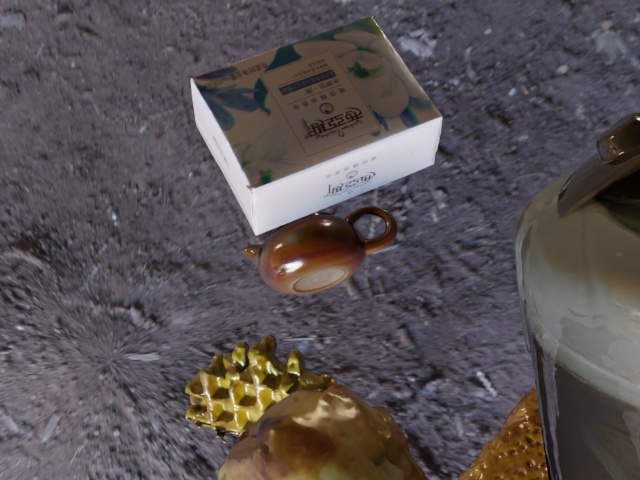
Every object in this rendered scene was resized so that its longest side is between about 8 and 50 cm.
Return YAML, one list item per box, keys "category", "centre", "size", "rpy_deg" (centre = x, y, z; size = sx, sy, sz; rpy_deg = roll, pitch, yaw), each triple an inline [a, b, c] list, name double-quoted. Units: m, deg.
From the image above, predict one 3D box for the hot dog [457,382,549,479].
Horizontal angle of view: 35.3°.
- category: "hot dog"
  centre: [0.238, 0.189, 0.879]
  size: [0.257, 0.150, 0.153]
  rpy_deg: [-51, 139, 2]

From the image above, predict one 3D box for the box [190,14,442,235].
- category: "box"
  centre: [-0.007, -0.157, 1.336]
  size: [0.274, 0.116, 0.203]
  rpy_deg: [-22, 62, -14]

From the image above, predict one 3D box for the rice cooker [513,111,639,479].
- category: "rice cooker"
  centre: [0.271, 0.081, 0.510]
  size: [0.335, 0.335, 0.325]
  rpy_deg: [-15, 111, -13]

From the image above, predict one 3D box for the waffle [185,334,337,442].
- category: "waffle"
  centre: [-0.040, 0.261, 1.293]
  size: [0.293, 0.259, 0.069]
  rpy_deg: [49, 42, -4]

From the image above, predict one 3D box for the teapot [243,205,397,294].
- category: "teapot"
  centre: [0.000, 0.000, 1.632]
  size: [0.252, 0.178, 0.135]
  rpy_deg: [-20, 74, 1]

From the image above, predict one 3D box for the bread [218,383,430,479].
- category: "bread"
  centre: [0.028, 0.191, 0.602]
  size: [0.099, 0.235, 0.210]
  rpy_deg: [-33, 81, -23]
